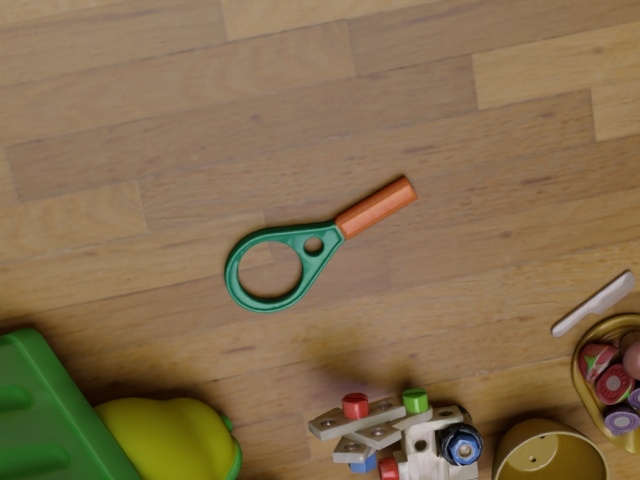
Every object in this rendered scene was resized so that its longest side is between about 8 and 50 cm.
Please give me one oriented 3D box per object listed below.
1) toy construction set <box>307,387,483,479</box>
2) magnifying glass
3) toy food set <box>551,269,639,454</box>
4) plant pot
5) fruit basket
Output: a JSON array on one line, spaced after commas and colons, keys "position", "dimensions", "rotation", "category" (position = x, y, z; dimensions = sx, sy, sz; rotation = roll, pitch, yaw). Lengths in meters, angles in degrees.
[{"position": [0.080, 0.292, 1.538], "dimensions": [0.215, 0.151, 0.328], "rotation": [-8, 122, -4], "category": "toy construction set"}, {"position": [0.000, 0.000, 1.479], "dimensions": [0.231, 0.026, 0.092], "rotation": [-30, 111, 6], "category": "magnifying glass"}, {"position": [0.361, 0.160, 1.558], "dimensions": [0.128, 0.071, 0.218], "rotation": [-31, 111, 4], "category": "toy food set"}, {"position": [0.253, 0.258, 1.566], "dimensions": [0.134, 0.095, 0.134], "rotation": [-3, 111, -7], "category": "plant pot"}, {"position": [-0.261, 0.280, 1.418], "dimensions": [0.392, 0.392, 0.283], "rotation": [35, 107, -18], "category": "fruit basket"}]
